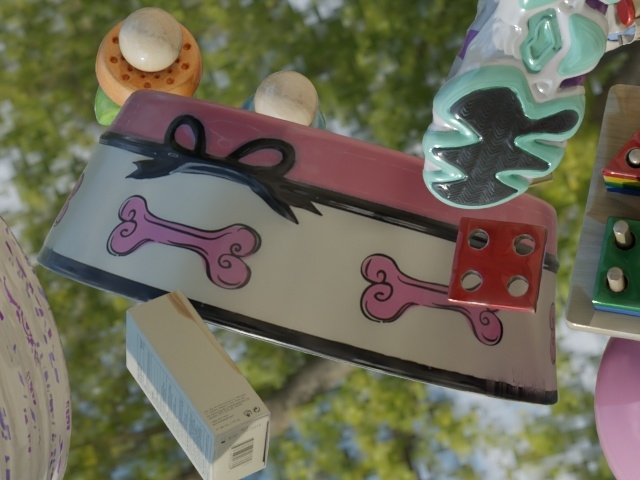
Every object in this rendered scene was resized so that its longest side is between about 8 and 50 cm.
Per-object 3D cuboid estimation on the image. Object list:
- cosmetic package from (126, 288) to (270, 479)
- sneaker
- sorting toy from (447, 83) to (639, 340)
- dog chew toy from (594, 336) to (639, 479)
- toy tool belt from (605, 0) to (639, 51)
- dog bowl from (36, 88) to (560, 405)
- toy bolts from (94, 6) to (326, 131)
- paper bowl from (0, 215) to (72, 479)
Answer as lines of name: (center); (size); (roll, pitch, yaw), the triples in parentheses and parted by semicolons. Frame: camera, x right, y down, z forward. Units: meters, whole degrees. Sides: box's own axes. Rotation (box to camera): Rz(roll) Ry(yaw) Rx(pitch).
cosmetic package: (-0.077, 0.092, 1.174); (0.115, 0.041, 0.060); (52, 152, 33)
sneaker: (0.055, -0.061, 0.505); (0.038, 0.098, 0.069); (22, -152, -12)
sorting toy: (0.188, -0.015, 0.940); (0.046, 0.274, 0.132); (54, -132, -68)
dog chew toy: (0.305, 0.087, 1.256); (0.332, 0.206, 0.207); (105, 158, -69)
toy tool belt: (0.200, -0.145, 1.180); (0.083, 0.051, 0.052); (178, 80, -77)
dog bowl: (0.000, 0.000, 1.433); (0.408, 0.408, 0.150); (15, -90, -58)
toy bolts: (-0.110, -0.102, 1.776); (0.158, 0.228, 0.218); (107, 173, -65)
paper bowl: (-0.265, 0.071, 0.837); (0.284, 0.284, 0.148); (64, -147, -13)
